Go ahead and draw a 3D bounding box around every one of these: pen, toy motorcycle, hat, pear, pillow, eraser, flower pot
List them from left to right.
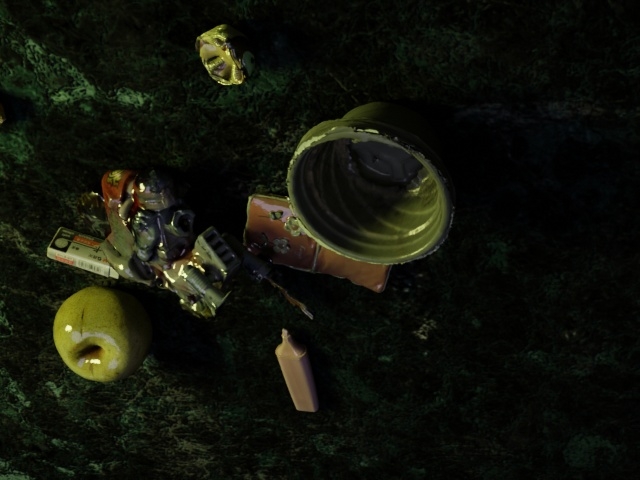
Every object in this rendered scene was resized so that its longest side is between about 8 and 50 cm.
[{"bbox_3d":[-0.370,0.020,2.032,0.122,0.052,0.029,17,137,3],"label":"eraser"},{"bbox_3d":[-0.358,0.152,2.095,0.167,0.136,0.167,9,131,11],"label":"pear"},{"bbox_3d":[-0.192,0.018,1.878,0.401,0.134,0.207,41,139,9],"label":"toy motorcycle"},{"bbox_3d":[-0.118,-0.250,1.679,0.076,0.059,0.077,-2,128,43],"label":"hat"},{"bbox_3d":[-0.040,0.213,2.108,0.053,0.032,0.197,4,136,18],"label":"pen"},{"bbox_3d":[0.000,0.000,1.882,0.232,0.043,0.126,15,132,7],"label":"pillow"},{"bbox_3d":[0.078,-0.092,1.696,0.235,0.140,0.235,10,133,11],"label":"flower pot"}]

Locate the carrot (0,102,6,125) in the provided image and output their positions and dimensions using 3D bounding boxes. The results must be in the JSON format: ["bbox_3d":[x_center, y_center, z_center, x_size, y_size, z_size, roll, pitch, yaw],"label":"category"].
[{"bbox_3d":[-0.567,-0.180,1.923,0.256,0.061,0.061,-4,131,35],"label":"carrot"}]
